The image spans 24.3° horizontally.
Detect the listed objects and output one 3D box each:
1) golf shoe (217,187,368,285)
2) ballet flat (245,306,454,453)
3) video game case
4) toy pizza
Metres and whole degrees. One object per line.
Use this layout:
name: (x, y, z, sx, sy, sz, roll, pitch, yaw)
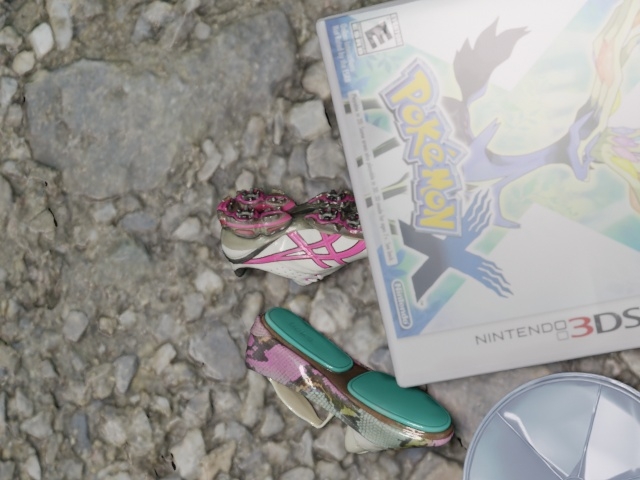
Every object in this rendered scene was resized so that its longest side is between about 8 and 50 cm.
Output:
golf shoe: (0.000, 0.000, 1.361, 0.186, 0.067, 0.086, 3, 124, 15)
ballet flat: (0.021, 0.142, 1.335, 0.221, 0.077, 0.079, 30, 116, 26)
video game case: (0.174, -0.059, 1.245, 0.300, 0.036, 0.329, -11, 96, 15)
toy pizza: (0.220, 0.212, 1.263, 0.201, 0.032, 0.201, -1, 86, 23)
